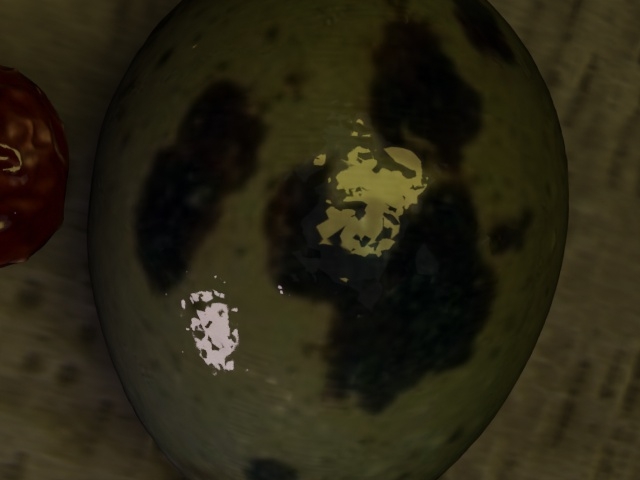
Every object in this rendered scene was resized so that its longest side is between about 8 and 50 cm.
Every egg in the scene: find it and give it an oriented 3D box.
[{"bbox_3d":[0.000,0.000,1.147,0.345,0.345,0.428,7,105,-25],"label":"egg"}]

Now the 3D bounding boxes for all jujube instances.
[{"bbox_3d":[-0.293,-0.044,1.115,0.230,0.155,0.155,-12,98,-18],"label":"jujube"}]
